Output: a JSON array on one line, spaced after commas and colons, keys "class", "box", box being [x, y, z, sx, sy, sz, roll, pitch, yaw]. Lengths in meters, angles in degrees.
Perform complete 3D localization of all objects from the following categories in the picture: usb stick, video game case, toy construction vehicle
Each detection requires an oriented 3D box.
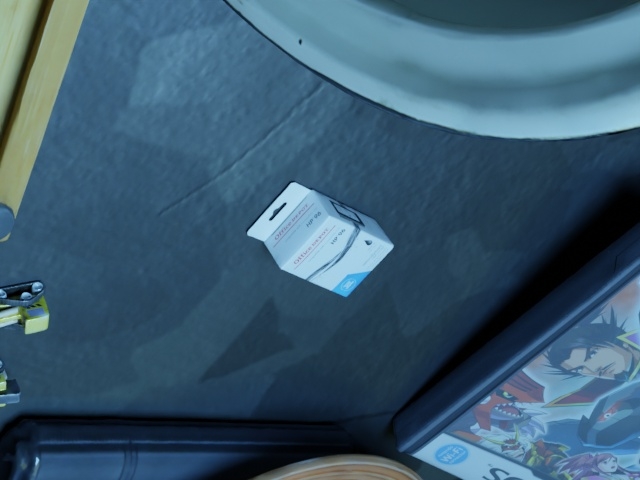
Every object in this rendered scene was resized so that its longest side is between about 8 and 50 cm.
[{"class": "usb stick", "box": [-0.094, 0.154, 1.156, 0.278, 0.045, 0.077, 6, 126, -38]}, {"class": "video game case", "box": [0.234, 0.115, 1.245, 0.248, 0.035, 0.275, 28, 127, -28]}, {"class": "toy construction vehicle", "box": [-0.206, 0.072, 1.003, 0.098, 0.035, 0.086, -10, 135, -27]}]

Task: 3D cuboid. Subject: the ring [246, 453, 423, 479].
[{"class": "ring", "box": [-0.063, 0.269, 1.222, 0.337, 0.032, 0.336, -23, 141, -20]}]

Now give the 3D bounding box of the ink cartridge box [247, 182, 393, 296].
[{"class": "ink cartridge box", "box": [0.000, 0.000, 1.075, 0.048, 0.028, 0.083, -48, 138, 17]}]

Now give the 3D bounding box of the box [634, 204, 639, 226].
[{"class": "box", "box": [0.382, -0.041, 1.256, 0.322, 0.079, 0.257, -17, 140, -19]}]

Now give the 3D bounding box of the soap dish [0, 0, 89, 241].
[{"class": "soap dish", "box": [-0.206, -0.120, 0.742, 0.229, 0.118, 0.290, -1, 132, -34]}]

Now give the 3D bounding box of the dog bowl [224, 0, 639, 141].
[{"class": "dog bowl", "box": [0.077, -0.247, 0.562, 0.150, 0.408, 0.408, -27, 145, -40]}]
